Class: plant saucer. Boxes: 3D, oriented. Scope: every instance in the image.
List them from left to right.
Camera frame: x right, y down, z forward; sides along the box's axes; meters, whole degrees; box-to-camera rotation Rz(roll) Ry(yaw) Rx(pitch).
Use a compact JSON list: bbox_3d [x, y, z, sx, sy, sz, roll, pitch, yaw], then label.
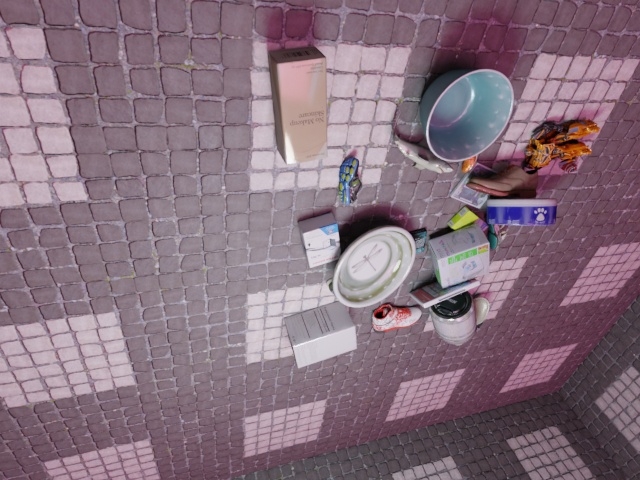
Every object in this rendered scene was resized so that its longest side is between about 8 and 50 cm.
[{"bbox_3d":[0.208,0.095,1.747,0.401,0.100,0.400,-16,128,-21],"label":"plant saucer"}]

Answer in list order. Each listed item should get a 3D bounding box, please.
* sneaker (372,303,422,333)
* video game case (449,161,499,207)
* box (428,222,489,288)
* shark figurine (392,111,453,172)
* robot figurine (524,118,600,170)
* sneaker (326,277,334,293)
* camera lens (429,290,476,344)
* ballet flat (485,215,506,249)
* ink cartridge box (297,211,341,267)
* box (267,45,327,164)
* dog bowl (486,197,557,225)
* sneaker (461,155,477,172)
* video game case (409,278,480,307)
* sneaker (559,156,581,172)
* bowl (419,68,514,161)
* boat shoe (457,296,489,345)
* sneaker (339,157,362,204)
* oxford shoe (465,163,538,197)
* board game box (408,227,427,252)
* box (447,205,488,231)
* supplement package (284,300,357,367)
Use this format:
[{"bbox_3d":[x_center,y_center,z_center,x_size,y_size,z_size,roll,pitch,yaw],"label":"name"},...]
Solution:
[{"bbox_3d":[0.388,0.374,2.116,0.270,0.090,0.145,-18,135,-4],"label":"sneaker"},{"bbox_3d":[0.660,-0.229,1.761,0.191,0.022,0.173,15,121,-31],"label":"video game case"},{"bbox_3d":[0.629,0.074,1.905,0.231,0.126,0.262,-20,140,6],"label":"box"},{"bbox_3d":[0.344,-0.345,1.505,0.278,0.166,0.116,31,87,-20],"label":"shark figurine"},{"bbox_3d":[0.972,-0.388,1.711,0.291,0.085,0.211,-17,132,-8],"label":"robot figurine"},{"bbox_3d":[0.128,0.184,1.849,0.192,0.086,0.064,-24,133,-2],"label":"sneaker"},{"bbox_3d":[0.680,0.380,2.152,0.220,0.219,0.274,-26,133,0],"label":"camera lens"},{"bbox_3d":[0.820,-0.047,1.951,0.079,0.077,0.221,-29,129,-2],"label":"ballet flat"},{"bbox_3d":[0.000,0.000,1.645,0.140,0.082,0.190,-18,132,-8],"label":"ink cartridge box"},{"bbox_3d":[-0.063,-0.396,1.253,0.148,0.121,0.311,-14,132,-12],"label":"box"},{"bbox_3d":[0.834,-0.123,1.749,0.265,0.265,0.104,-3,96,-20],"label":"dog bowl"},{"bbox_3d":[0.576,-0.345,1.614,0.068,0.064,0.175,11,120,-6],"label":"sneaker"},{"bbox_3d":[0.590,0.232,2.016,0.285,0.204,0.025,-22,100,-4],"label":"video game case"},{"bbox_3d":[1.108,-0.341,1.818,0.042,0.067,0.118,30,113,-38],"label":"sneaker"},{"bbox_3d":[0.459,-0.438,1.404,0.312,0.163,0.311,-11,131,-13],"label":"bowl"},{"bbox_3d":[0.846,0.440,2.352,0.113,0.127,0.339,-17,132,-50],"label":"boat shoe"},{"bbox_3d":[0.113,-0.219,1.527,0.078,0.067,0.188,-24,136,-31],"label":"sneaker"},{"bbox_3d":[0.740,-0.248,1.707,0.349,0.123,0.130,-1,107,-26],"label":"oxford shoe"},{"bbox_3d":[0.376,0.019,1.853,0.186,0.026,0.126,-14,133,-11],"label":"board game box"},{"bbox_3d":[0.664,-0.072,1.881,0.178,0.042,0.109,26,116,-38],"label":"box"},{"bbox_3d":[0.002,0.431,1.947,0.293,0.175,0.177,-15,131,-10],"label":"supplement package"}]
